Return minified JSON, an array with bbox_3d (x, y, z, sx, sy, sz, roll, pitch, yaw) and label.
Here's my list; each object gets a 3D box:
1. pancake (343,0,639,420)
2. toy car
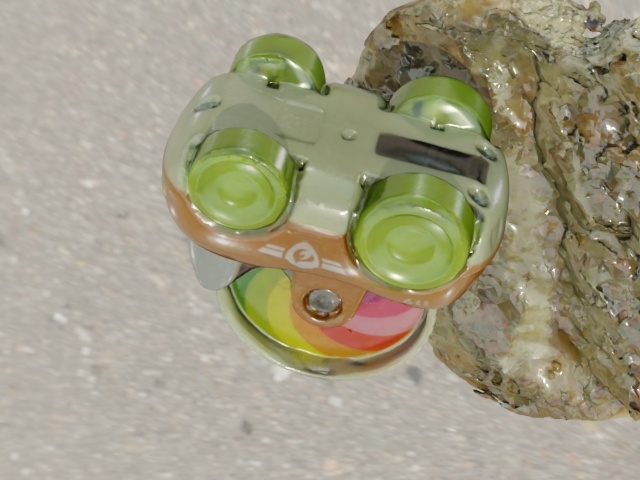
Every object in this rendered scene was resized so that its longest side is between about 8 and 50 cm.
[{"bbox_3d":[0.172,-0.025,1.345,0.382,0.382,0.071,32,47,15],"label":"pancake"},{"bbox_3d":[0.000,0.000,1.254,0.235,0.145,0.235,6,129,8],"label":"toy car"}]
